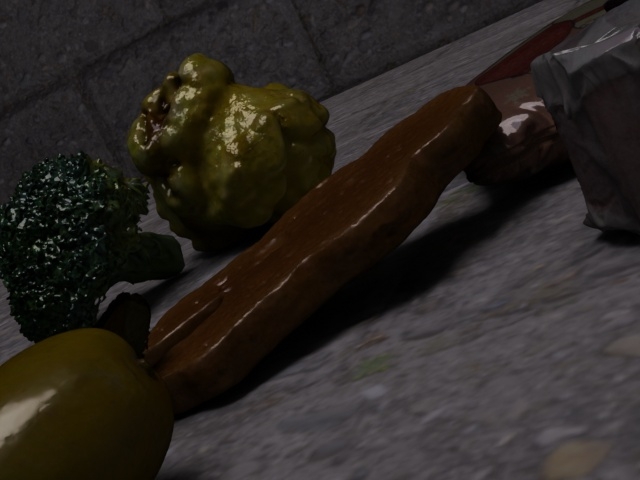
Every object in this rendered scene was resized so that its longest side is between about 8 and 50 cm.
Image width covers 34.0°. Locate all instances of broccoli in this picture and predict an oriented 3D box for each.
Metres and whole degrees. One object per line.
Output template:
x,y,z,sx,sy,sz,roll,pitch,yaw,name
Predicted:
-0.222,0.008,1.043,0.194,0.220,0.194,-22,-32,-15,broccoli

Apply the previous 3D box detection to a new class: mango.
-0.152,0.117,0.467,0.194,0.092,0.130,-33,13,-15,mango

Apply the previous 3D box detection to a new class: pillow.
0.195,-0.120,0.797,0.236,0.084,0.223,-28,18,9,pillow

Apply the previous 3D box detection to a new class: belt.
0.208,-0.088,0.518,0.201,0.124,0.128,-19,10,29,belt

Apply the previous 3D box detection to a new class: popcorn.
-0.099,-0.101,1.105,0.200,0.203,0.226,-34,18,-17,popcorn

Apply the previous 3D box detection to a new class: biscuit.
0.002,0.003,0.689,0.295,0.044,0.186,-40,16,-6,biscuit

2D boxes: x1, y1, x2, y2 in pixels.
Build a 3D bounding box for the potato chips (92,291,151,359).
-0.177,0.108,0.589,0.209,0.026,0.142,-45,-9,-1,potato chips
